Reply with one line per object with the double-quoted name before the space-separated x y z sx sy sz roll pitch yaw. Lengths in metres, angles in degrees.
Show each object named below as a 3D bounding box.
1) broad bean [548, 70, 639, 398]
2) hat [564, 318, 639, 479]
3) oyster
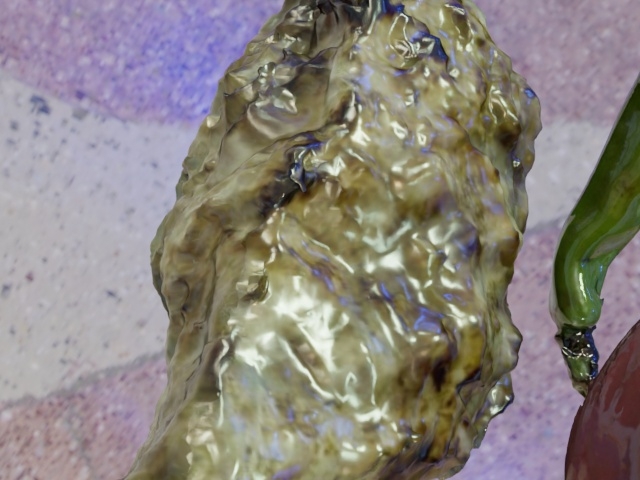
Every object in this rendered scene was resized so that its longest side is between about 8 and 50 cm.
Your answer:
"broad bean" 0.201 -0.058 0.750 0.098 0.318 0.056 24 11 9
"hat" 0.199 0.090 0.660 0.205 0.089 0.205 -3 103 -15
"oyster" 0.019 0.021 0.718 0.204 0.111 0.396 23 64 -6
